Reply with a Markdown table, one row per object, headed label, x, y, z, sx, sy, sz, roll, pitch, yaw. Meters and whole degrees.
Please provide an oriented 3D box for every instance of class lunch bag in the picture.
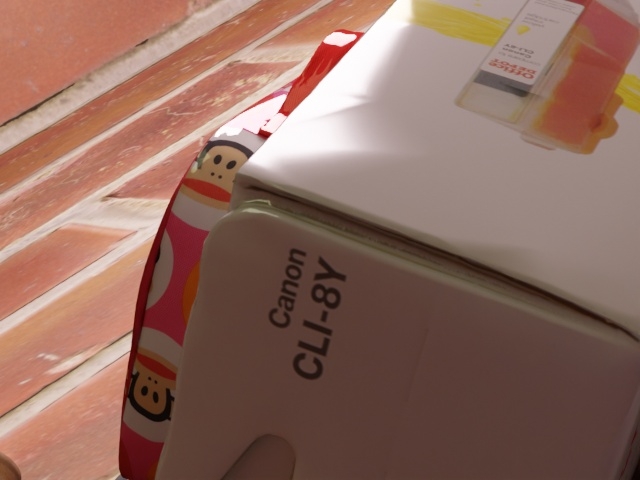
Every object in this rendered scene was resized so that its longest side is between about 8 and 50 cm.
| label | x | y | z | sx | sy | sz | roll | pitch | yaw |
| --- | --- | --- | --- | --- | --- | --- | --- | --- | --- |
| lunch bag | 0.000 | 0.000 | 1.103 | 0.120 | 0.258 | 0.293 | 22 | 28 | 16 |

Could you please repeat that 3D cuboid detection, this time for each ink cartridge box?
| label | x | y | z | sx | sy | sz | roll | pitch | yaw |
| --- | --- | --- | --- | --- | --- | --- | --- | --- | --- |
| ink cartridge box | 0.077 | 0.034 | 0.847 | 0.160 | 0.279 | 0.385 | 21 | 33 | 12 |

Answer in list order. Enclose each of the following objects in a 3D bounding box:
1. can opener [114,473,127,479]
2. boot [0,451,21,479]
| label | x | y | z | sx | sy | sz | roll | pitch | yaw |
| --- | --- | --- | --- | --- | --- | --- | --- | --- | --- |
| can opener | -0.117 | 0.203 | 1.054 | 0.093 | 0.074 | 0.280 | 17 | 34 | 14 |
| boot | -0.274 | 0.243 | 1.088 | 0.295 | 0.104 | 0.211 | -38 | 24 | 51 |
